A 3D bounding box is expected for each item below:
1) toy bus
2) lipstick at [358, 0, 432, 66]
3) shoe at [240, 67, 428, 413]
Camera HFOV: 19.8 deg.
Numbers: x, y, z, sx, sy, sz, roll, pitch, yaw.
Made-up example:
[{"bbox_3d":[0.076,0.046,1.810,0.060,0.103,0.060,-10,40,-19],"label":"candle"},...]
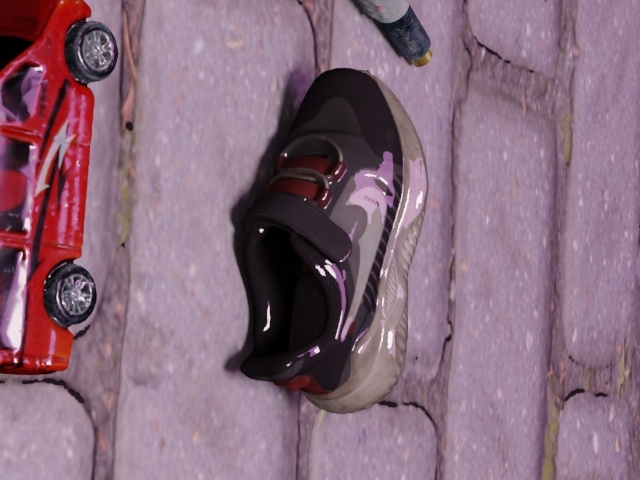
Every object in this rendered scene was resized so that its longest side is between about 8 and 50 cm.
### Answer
[{"bbox_3d":[-0.164,-0.033,0.907,0.089,0.081,0.195,11,82,-50],"label":"toy bus"},{"bbox_3d":[0.059,-0.158,1.337,0.116,0.037,0.037,50,48,-54],"label":"lipstick"},{"bbox_3d":[0.000,0.000,1.181,0.112,0.099,0.227,1,90,-53],"label":"shoe"}]
